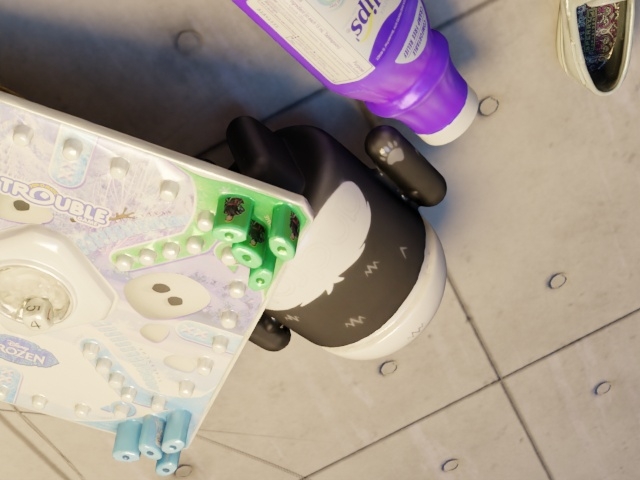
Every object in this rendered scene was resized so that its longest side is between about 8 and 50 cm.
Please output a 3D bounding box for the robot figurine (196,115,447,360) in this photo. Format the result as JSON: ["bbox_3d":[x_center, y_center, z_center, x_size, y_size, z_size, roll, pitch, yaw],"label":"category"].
[{"bbox_3d":[-0.002,0.000,1.035,0.209,0.173,0.278,-13,142,42],"label":"robot figurine"}]

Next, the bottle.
[{"bbox_3d":[0.032,-0.184,0.933,0.092,0.118,0.283,-3,147,46],"label":"bottle"}]

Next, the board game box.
[{"bbox_3d":[-0.253,0.047,0.944,0.390,0.050,0.390,19,135,-11],"label":"board game box"}]

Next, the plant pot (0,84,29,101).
[{"bbox_3d":[-0.339,-0.053,0.971,0.236,0.032,0.236,-9,130,-11],"label":"plant pot"}]

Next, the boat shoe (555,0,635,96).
[{"bbox_3d":[0.256,-0.235,0.987,0.079,0.081,0.227,-15,128,-5],"label":"boat shoe"}]
